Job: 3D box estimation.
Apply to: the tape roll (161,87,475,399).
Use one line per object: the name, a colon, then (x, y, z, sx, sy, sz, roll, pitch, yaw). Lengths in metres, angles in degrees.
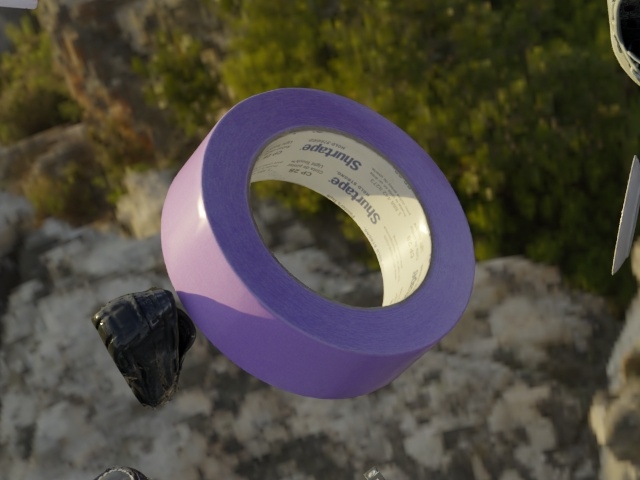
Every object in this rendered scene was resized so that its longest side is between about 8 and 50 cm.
tape roll: (0.000, 0.000, 1.471, 0.275, 0.090, 0.275, 17, 51, -22)

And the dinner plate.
dinner plate: (0.356, -0.028, 1.901, 0.017, 0.141, 0.141, 11, 47, 13)

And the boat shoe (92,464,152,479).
boat shoe: (-0.238, 0.292, 1.356, 0.103, 0.092, 0.285, 12, 55, 47)

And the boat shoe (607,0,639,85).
boat shoe: (0.327, -0.205, 1.659, 0.079, 0.227, 0.081, -7, 57, 17)

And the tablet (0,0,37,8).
tablet: (-0.286, -0.258, 1.527, 0.054, 0.083, 0.006, 3, 16, -18)

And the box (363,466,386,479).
box: (0.088, 0.318, 1.976, 0.018, 0.067, 0.083, -34, 34, -5)

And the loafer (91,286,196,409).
loafer: (-0.147, 0.098, 1.487, 0.078, 0.223, 0.076, -28, 72, -7)
